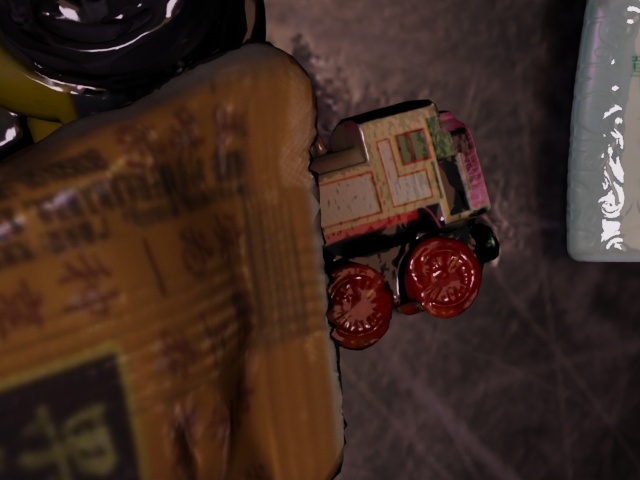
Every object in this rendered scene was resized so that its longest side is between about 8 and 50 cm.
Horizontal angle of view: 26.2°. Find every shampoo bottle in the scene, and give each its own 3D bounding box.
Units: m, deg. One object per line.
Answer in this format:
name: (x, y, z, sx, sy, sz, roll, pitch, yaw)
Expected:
shampoo bottle: (0.136, -0.086, 0.576, 0.069, 0.041, 0.191, 0, 91, -13)

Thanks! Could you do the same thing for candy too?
candy: (-0.107, 0.040, 0.356, 0.271, 0.101, 0.143, -17, 108, -29)

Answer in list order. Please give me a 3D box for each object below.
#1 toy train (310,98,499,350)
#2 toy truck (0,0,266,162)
toy train: (0.000, 0.000, 0.530, 0.138, 0.050, 0.087, -17, 92, -16)
toy truck: (-0.110, -0.128, 0.453, 0.165, 0.147, 0.224, -6, 90, 4)
